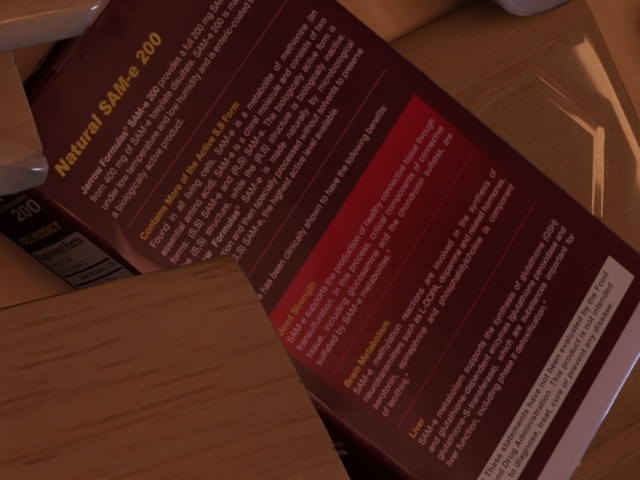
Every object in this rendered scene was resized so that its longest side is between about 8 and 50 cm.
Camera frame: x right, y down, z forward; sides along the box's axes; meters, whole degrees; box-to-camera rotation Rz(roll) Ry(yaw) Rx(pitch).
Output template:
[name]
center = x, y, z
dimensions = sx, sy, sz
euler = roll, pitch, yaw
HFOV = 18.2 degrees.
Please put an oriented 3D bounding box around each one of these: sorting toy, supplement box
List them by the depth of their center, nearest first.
[supplement box]
center = 0.000, 0.000, 0.731
dimensions = 0.239, 0.073, 0.130
euler = 39, 69, -14
[sorting toy]
center = 0.100, 0.009, 0.836
dimensions = 0.307, 0.041, 0.229
euler = -28, 94, -24

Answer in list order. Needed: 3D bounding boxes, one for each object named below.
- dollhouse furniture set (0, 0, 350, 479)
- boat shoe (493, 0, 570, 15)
[dollhouse furniture set]
center = -0.224, 0.029, 0.519
dimensions = 0.256, 0.362, 0.394
euler = -15, 65, -26
[boat shoe]
center = 0.132, -0.191, 0.842
dimensions = 0.084, 0.095, 0.258
euler = 37, 59, 19
